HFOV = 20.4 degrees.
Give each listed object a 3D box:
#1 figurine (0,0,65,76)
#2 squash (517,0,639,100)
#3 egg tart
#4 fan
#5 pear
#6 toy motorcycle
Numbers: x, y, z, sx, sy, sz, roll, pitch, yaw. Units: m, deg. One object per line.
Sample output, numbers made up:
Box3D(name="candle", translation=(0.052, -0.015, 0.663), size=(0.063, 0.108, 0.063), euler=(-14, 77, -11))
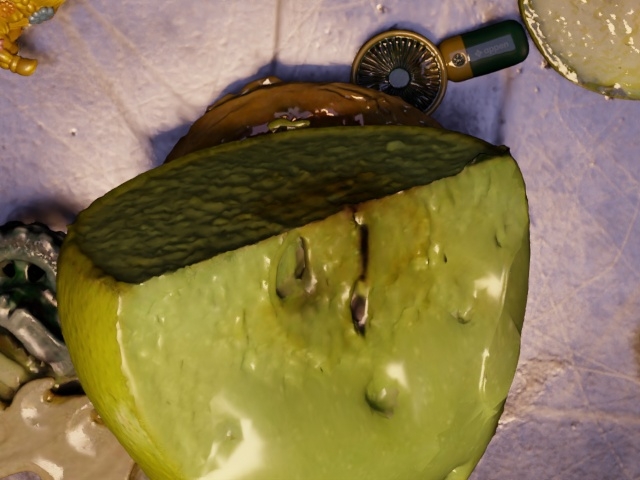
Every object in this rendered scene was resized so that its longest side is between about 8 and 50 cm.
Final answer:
Box3D(name="figurine", translation=(-0.236, -0.212, 1.471), size=(0.156, 0.095, 0.115), euler=(-37, 85, 10))
Box3D(name="squash", translation=(0.273, -0.222, 1.485), size=(0.219, 0.041, 0.219), euler=(0, 99, 2))
Box3D(name="egg tart", translation=(0.000, 0.000, 1.492), size=(0.295, 0.116, 0.294), euler=(1, 100, 3))
Box3D(name="fan", translation=(0.101, -0.148, 1.502), size=(0.155, 0.039, 0.082), euler=(-16, 98, 2))
Box3D(name="pear", translation=(-0.019, 0.091, 1.336), size=(0.342, 0.238, 0.318), euler=(-19, 112, -24))
Box3D(name="toy motorcycle", translation=(-0.181, 0.181, 1.494), size=(0.237, 0.169, 0.410), euler=(-43, 94, 14))
